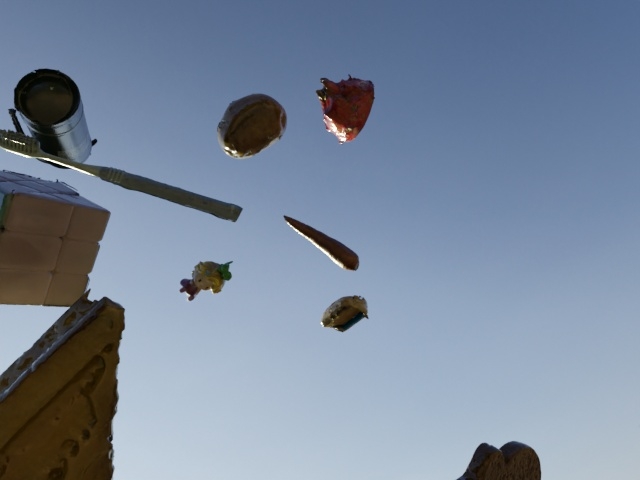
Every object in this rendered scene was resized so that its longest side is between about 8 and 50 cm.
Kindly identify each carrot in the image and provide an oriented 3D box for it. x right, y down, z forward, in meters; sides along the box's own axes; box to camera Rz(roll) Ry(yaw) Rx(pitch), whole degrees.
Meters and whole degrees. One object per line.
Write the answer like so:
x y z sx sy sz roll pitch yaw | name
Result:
0.000 0.000 1.287 0.048 0.216 0.048 -49 -17 -21 | carrot

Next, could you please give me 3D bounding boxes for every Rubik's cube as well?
-0.608 -0.010 1.149 0.221 0.231 0.225 12 -80 -56 | Rubik's cube

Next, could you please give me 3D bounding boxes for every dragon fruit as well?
0.036 -0.296 1.233 0.111 0.153 0.153 18 -54 -19 | dragon fruit

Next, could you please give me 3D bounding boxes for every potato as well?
-0.160 -0.269 1.316 0.176 0.137 0.137 -27 -41 12 | potato

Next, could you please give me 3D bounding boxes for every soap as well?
-0.358 0.286 0.914 0.339 0.169 0.304 -45 -62 -6 | soap

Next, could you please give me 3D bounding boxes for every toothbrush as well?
-0.176 -0.057 0.511 0.219 0.016 0.019 19 -38 -16 | toothbrush

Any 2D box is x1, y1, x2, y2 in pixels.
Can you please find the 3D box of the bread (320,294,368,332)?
0.052 0.155 1.215 0.072 0.053 0.106 21 -44 -26 | bread

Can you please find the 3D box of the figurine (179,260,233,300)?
-0.301 0.090 1.539 0.156 0.115 0.095 -30 -59 25 | figurine

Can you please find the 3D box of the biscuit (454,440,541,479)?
0.232 0.358 0.766 0.236 0.039 0.180 -1 -85 -41 | biscuit

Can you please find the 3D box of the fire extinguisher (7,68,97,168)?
-0.440 -0.182 0.948 0.118 0.093 0.294 -29 -1 -21 | fire extinguisher
